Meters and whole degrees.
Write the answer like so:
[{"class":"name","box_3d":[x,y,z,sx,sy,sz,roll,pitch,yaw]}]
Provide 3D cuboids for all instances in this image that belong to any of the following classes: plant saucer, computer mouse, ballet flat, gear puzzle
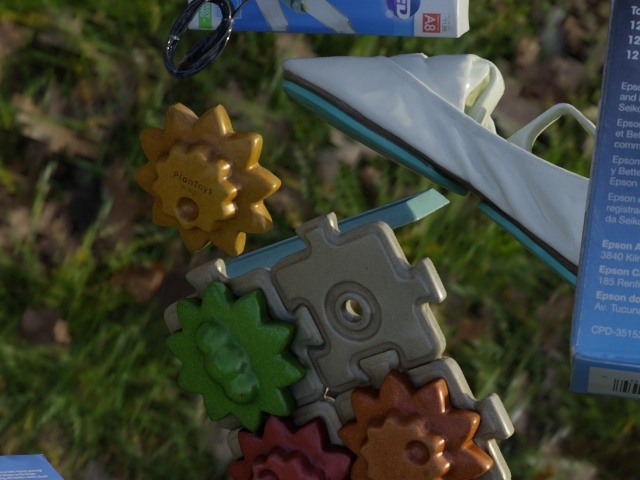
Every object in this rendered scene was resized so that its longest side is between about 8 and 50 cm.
[{"class":"plant saucer","box_3d":[0.000,0.000,1.408,0.067,0.192,0.018,-29,99,-62]},{"class":"computer mouse","box_3d":[-0.043,-0.227,1.709,0.242,0.041,0.071,-36,88,-4]},{"class":"ballet flat","box_3d":[0.151,-0.078,1.628,0.400,0.139,0.139,35,45,20]},{"class":"gear puzzle","box_3d":[-0.001,0.080,1.004,0.044,0.175,0.339,-35,101,-55]}]

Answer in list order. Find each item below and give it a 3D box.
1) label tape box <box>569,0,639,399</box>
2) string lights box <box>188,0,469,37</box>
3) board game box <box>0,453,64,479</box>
[{"class":"label tape box","box_3d":[0.298,-0.065,1.187,0.249,0.115,0.347,6,72,10]},{"class":"string lights box","box_3d":[0.009,-0.263,1.785,0.260,0.133,0.077,3,12,13]},{"class":"board game box","box_3d":[-0.336,0.273,1.574,0.347,0.078,0.233,3,24,-39]}]
